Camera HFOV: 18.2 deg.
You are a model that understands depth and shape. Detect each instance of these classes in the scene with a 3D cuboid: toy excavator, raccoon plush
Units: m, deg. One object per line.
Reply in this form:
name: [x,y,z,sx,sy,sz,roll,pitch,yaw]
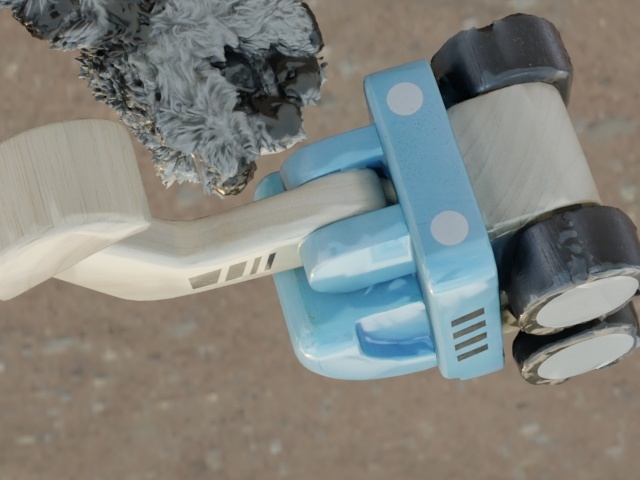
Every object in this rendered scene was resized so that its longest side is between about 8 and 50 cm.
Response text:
toy excavator: [0.000,0.000,1.472,0.445,0.222,0.433,-18,158,0]
raccoon plush: [-0.189,-0.214,2.019,0.446,0.299,0.216,42,75,-19]
